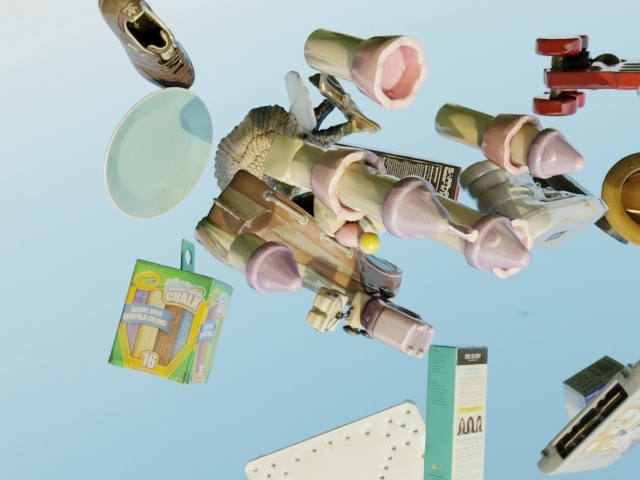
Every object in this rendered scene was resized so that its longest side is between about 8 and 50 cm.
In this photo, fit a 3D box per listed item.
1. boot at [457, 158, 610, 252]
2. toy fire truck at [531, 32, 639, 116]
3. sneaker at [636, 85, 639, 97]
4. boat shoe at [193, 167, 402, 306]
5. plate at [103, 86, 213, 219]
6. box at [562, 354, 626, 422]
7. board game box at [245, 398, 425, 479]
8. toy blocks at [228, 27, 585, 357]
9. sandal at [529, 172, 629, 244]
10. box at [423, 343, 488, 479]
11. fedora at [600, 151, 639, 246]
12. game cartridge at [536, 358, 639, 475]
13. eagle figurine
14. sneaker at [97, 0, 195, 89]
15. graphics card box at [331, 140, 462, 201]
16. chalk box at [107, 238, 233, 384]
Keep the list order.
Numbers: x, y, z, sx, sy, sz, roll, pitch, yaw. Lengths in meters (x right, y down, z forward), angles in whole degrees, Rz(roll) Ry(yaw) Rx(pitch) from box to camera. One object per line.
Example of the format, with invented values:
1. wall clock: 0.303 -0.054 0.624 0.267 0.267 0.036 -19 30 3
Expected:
1. boot: 0.264 -0.056 1.001 0.095 0.123 0.258 -42 161 30
2. toy fire truck: 0.618 -0.373 1.820 0.253 0.170 0.302 7 -161 25
3. sneaker: 0.385 -0.145 0.756 0.169 0.071 0.068 -8 -179 12
4. boat shoe: 0.000 0.000 0.992 0.123 0.324 0.117 30 -83 43
5. plate: -0.220 -0.118 1.093 0.024 0.188 0.188 28 -127 30
6. box: 0.583 0.334 1.700 0.126 0.137 0.072 -26 -153 -18
7. board game box: 0.097 0.558 1.679 0.389 0.390 0.050 -24 -174 14
8. toy blocks: 0.107 -0.008 0.798 0.260 0.288 0.309 30 -81 45
9. sandal: 0.516 -0.108 1.834 0.107 0.167 0.446 -56 -145 16
10. box: 0.227 0.298 1.366 0.060 0.245 0.100 -1 174 42
11. fedora: 0.587 -0.063 1.450 0.194 0.194 0.079 -26 171 -6
12. game cartridge: 0.544 0.320 1.470 0.198 0.297 0.062 8 -141 -33
13. eagle figurine: -0.046 -0.125 1.341 0.298 0.225 0.226 -43 -171 10
14. sneaker: -0.208 -0.238 1.025 0.066 0.188 0.071 -48 -125 -3
15. graphics card box: 0.118 -0.157 1.781 0.370 0.094 0.233 10 -172 5
16. chalk box: -0.223 0.106 1.275 0.131 0.132 0.213 14 -96 11
